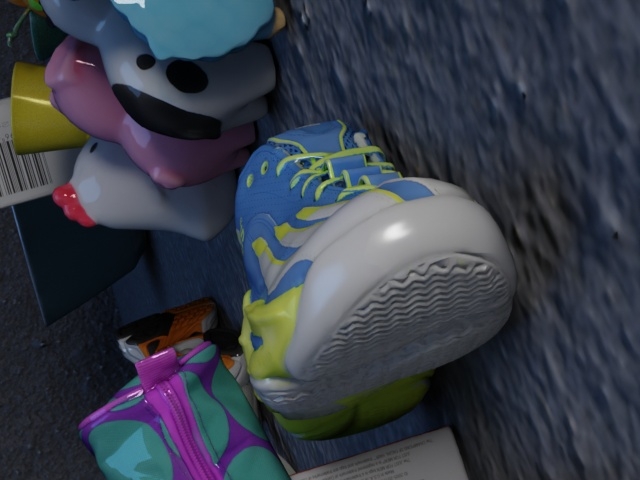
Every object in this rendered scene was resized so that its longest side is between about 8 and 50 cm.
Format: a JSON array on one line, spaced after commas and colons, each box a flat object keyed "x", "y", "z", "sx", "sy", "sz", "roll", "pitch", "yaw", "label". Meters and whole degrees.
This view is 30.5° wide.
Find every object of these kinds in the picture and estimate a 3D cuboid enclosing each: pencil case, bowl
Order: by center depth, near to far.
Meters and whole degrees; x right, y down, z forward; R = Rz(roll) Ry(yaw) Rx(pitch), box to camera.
[{"x": -0.028, "y": 0.114, "z": 0.433, "sx": 0.151, "sy": 0.064, "sz": 0.070, "roll": 58, "pitch": 164, "yaw": 10, "label": "pencil case"}, {"x": -0.336, "y": -0.055, "z": 1.591, "sx": 0.311, "sy": 0.163, "sz": 0.311, "roll": 164, "pitch": 90, "yaw": -77, "label": "bowl"}]

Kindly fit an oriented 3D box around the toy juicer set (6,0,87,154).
[{"x": -0.211, "y": -0.238, "z": 0.909, "sx": 0.329, "sy": 0.089, "sz": 0.209, "roll": -95, "pitch": 9, "yaw": -45, "label": "toy juicer set"}]

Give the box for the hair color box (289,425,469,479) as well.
[{"x": 0.034, "y": 0.172, "z": 0.490, "sx": 0.053, "sy": 0.093, "sz": 0.167, "roll": 117, "pitch": 137, "yaw": -72, "label": "hair color box"}]

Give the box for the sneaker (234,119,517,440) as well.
[{"x": 0.000, "y": 0.000, "z": 0.442, "sx": 0.240, "sy": 0.091, "sz": 0.126, "roll": 111, "pitch": 143, "yaw": -69, "label": "sneaker"}]

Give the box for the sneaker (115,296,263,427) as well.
[{"x": -0.114, "y": 0.132, "z": 1.050, "sx": 0.262, "sy": 0.099, "sz": 0.121, "roll": -147, "pitch": 39, "yaw": -72, "label": "sneaker"}]

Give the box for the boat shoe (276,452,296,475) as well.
[{"x": -0.031, "y": 0.254, "z": 0.873, "sx": 0.081, "sy": 0.079, "sz": 0.227, "roll": 94, "pitch": 154, "yaw": -44, "label": "boat shoe"}]

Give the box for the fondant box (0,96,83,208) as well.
[{"x": -0.282, "y": -0.092, "z": 1.165, "sx": 0.330, "sy": 0.238, "sz": 0.096, "roll": -164, "pitch": 59, "yaw": -75, "label": "fondant box"}]

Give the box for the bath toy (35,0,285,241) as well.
[{"x": -0.114, "y": -0.095, "z": 0.720, "sx": 0.348, "sy": 0.129, "sz": 0.151, "roll": 111, "pitch": 142, "yaw": -69, "label": "bath toy"}]
